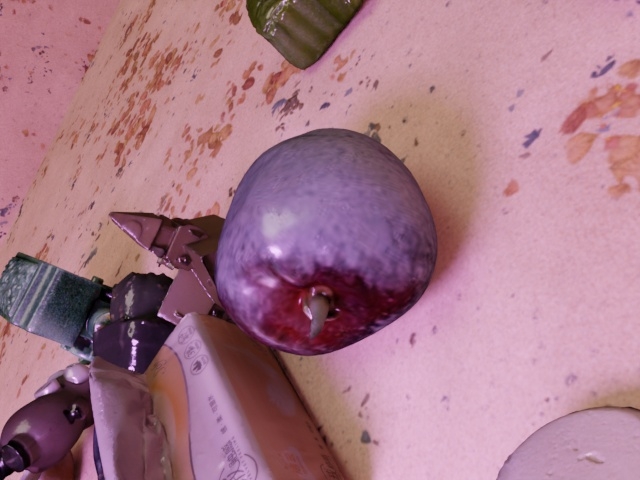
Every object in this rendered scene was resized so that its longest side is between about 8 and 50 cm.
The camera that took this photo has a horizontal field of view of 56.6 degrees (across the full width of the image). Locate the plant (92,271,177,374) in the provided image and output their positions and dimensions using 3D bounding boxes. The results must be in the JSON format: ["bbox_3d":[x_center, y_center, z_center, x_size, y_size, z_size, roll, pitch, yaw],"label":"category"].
[{"bbox_3d":[-0.275,0.176,0.950,0.164,0.141,0.256,-17,67,44],"label":"plant"}]

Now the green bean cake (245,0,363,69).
[{"bbox_3d":[-0.026,-0.444,1.054,0.222,0.125,0.248,-44,40,22],"label":"green bean cake"}]

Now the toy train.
[{"bbox_3d":[-0.506,0.132,1.171,0.299,0.238,0.167,5,69,50],"label":"toy train"}]

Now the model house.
[{"bbox_3d":[-0.201,0.029,0.860,0.181,0.248,0.176,22,86,55],"label":"model house"}]

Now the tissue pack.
[{"bbox_3d":[-0.143,0.245,0.674,0.239,0.238,0.305,-54,37,10],"label":"tissue pack"}]

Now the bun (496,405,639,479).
[{"bbox_3d":[0.199,0.190,0.412,0.138,0.094,0.138,-33,8,5],"label":"bun"}]

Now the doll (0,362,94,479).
[{"bbox_3d":[-0.471,0.315,1.057,0.182,0.117,0.257,-25,15,25],"label":"doll"}]

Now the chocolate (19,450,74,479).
[{"bbox_3d":[-0.532,0.497,1.102,0.254,0.080,0.157,-54,22,9],"label":"chocolate"}]

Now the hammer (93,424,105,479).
[{"bbox_3d":[-0.342,0.406,0.965,0.137,0.037,0.290,-48,39,18],"label":"hammer"}]

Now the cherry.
[{"bbox_3d":[0.000,0.000,0.663,0.255,0.218,0.296,-44,34,33],"label":"cherry"}]
